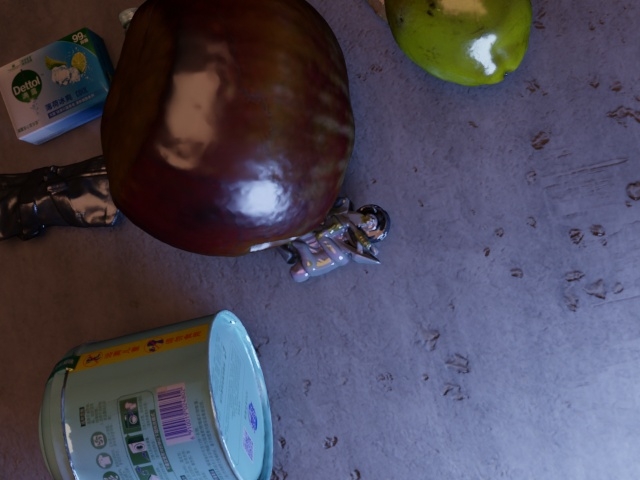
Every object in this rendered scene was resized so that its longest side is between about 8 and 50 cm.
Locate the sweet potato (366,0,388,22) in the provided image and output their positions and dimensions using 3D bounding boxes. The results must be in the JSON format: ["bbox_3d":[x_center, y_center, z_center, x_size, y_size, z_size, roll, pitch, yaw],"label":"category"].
[{"bbox_3d":[0.094,-0.432,1.367,0.068,0.060,0.206,-32,92,39],"label":"sweet potato"}]

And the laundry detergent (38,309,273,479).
[{"bbox_3d":[-0.263,0.280,1.279,0.305,0.287,0.287,-14,85,10],"label":"laundry detergent"}]

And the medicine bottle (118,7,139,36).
[{"bbox_3d":[-0.308,-0.318,1.439,0.051,0.051,0.191,-22,83,9],"label":"medicine bottle"}]

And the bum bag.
[{"bbox_3d":[-0.481,-0.074,1.449,0.310,0.074,0.137,-9,76,10],"label":"bum bag"}]

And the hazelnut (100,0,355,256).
[{"bbox_3d":[-0.154,-0.186,1.257,0.402,0.402,0.429,-1,81,11],"label":"hazelnut"}]

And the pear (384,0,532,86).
[{"bbox_3d":[0.213,-0.364,1.266,0.212,0.212,0.269,-37,90,7],"label":"pear"}]

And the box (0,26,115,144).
[{"bbox_3d":[-0.467,-0.276,1.455,0.194,0.073,0.139,-23,84,9],"label":"box"}]

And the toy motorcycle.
[{"bbox_3d":[0.000,0.000,1.352,0.225,0.073,0.152,10,80,20],"label":"toy motorcycle"}]
